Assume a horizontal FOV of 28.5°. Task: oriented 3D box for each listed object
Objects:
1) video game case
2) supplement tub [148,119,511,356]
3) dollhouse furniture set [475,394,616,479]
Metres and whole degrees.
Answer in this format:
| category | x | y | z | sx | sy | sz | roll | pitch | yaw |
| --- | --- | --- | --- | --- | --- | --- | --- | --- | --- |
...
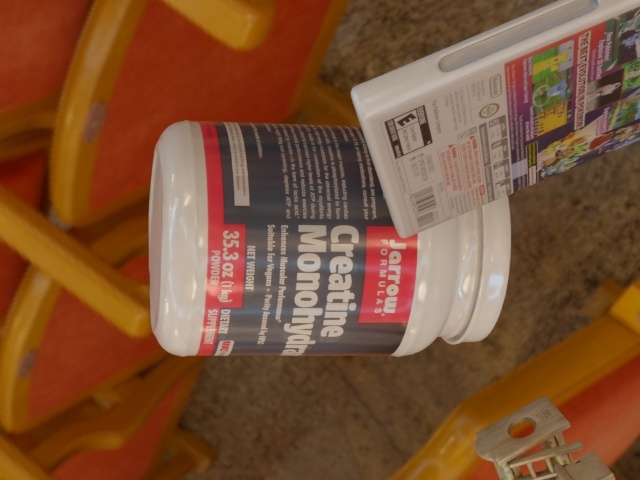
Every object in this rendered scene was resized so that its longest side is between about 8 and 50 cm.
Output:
| category | x | y | z | sx | sy | sz | roll | pitch | yaw |
| --- | --- | --- | --- | --- | --- | --- | --- | --- | --- |
| video game case | 0.117 | -0.075 | 0.736 | 0.201 | 0.183 | 0.023 | 63 | -175 | -69 |
| supplement tub | 0.000 | 0.000 | 1.035 | 0.272 | 0.191 | 0.191 | 1 | 131 | -11 |
| dollhouse furniture set | 0.263 | 0.298 | 1.378 | 0.182 | 0.101 | 0.161 | 65 | 175 | -30 |
